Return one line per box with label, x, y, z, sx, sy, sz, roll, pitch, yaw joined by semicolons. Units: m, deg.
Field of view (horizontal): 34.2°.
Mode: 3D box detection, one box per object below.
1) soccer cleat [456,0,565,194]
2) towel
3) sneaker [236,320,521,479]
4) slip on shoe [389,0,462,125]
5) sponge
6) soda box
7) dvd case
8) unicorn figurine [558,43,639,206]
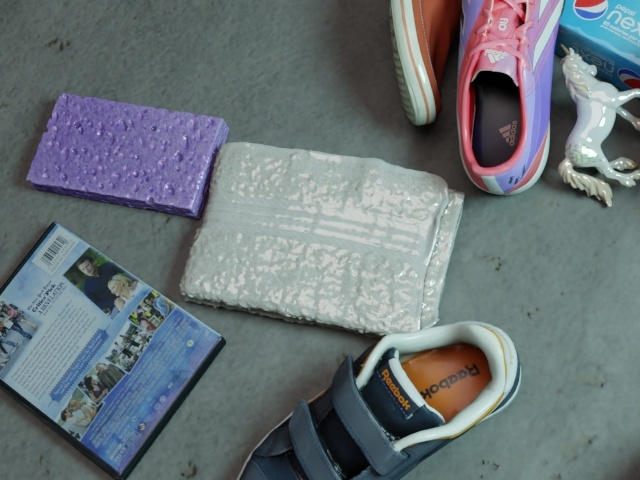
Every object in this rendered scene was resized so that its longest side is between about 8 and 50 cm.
soccer cleat;0.186;-0.205;1.045;0.109;0.116;0.318;2;92;18
towel;0.000;0.000;1.093;0.282;0.049;0.187;9;70;15
sneaker;0.042;0.174;0.977;0.321;0.127;0.126;-35;68;-2
slip on shoe;0.128;-0.278;1.143;0.101;0.123;0.331;2;65;8
sponge;-0.220;-0.098;1.186;0.210;0.031;0.117;10;71;16
soda box;0.317;-0.213;1.101;0.210;0.067;0.071;35;79;21
dvd case;-0.250;0.113;1.115;0.253;0.022;0.180;32;79;21
unicorn figurine;0.286;-0.125;1.063;0.111;0.060;0.162;19;75;0
